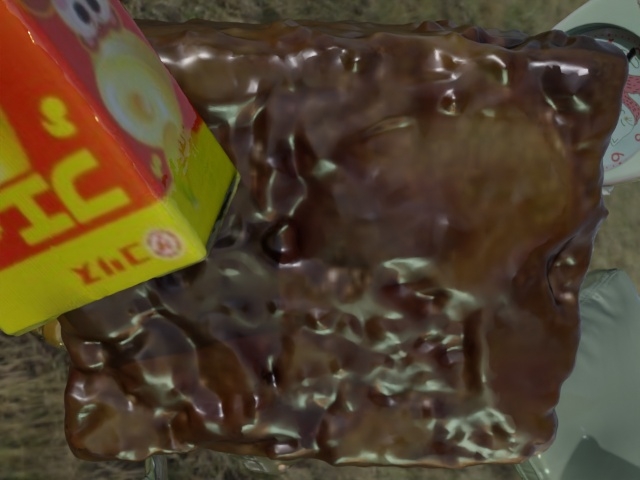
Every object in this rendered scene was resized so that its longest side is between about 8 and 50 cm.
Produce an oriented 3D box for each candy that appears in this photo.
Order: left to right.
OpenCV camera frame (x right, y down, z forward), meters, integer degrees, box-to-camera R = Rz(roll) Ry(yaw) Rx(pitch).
[{"bbox_3d":[-0.172,-0.090,0.402,0.276,0.146,0.088,55,27,-26],"label":"candy"}]

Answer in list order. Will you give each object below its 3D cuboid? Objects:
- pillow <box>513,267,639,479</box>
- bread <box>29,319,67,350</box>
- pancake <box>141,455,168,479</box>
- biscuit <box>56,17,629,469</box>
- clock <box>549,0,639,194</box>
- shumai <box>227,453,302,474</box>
[{"bbox_3d":[0.329,0.223,1.001,0.255,0.120,0.322,-39,109,-21],"label":"pillow"},{"bbox_3d":[-0.316,0.080,1.057,0.134,0.225,0.081,-12,126,-83],"label":"bread"},{"bbox_3d":[-0.202,0.294,1.033,0.286,0.033,0.288,124,-37,-74],"label":"pancake"},{"bbox_3d":[0.000,0.000,0.649,0.166,0.395,0.343,-99,-168,-70],"label":"biscuit"},{"bbox_3d":[0.403,-0.198,1.198,0.108,0.324,0.265,-2,73,-47],"label":"clock"},{"bbox_3d":[-0.039,0.154,0.883,0.185,0.184,0.218,50,-4,4],"label":"shumai"}]
